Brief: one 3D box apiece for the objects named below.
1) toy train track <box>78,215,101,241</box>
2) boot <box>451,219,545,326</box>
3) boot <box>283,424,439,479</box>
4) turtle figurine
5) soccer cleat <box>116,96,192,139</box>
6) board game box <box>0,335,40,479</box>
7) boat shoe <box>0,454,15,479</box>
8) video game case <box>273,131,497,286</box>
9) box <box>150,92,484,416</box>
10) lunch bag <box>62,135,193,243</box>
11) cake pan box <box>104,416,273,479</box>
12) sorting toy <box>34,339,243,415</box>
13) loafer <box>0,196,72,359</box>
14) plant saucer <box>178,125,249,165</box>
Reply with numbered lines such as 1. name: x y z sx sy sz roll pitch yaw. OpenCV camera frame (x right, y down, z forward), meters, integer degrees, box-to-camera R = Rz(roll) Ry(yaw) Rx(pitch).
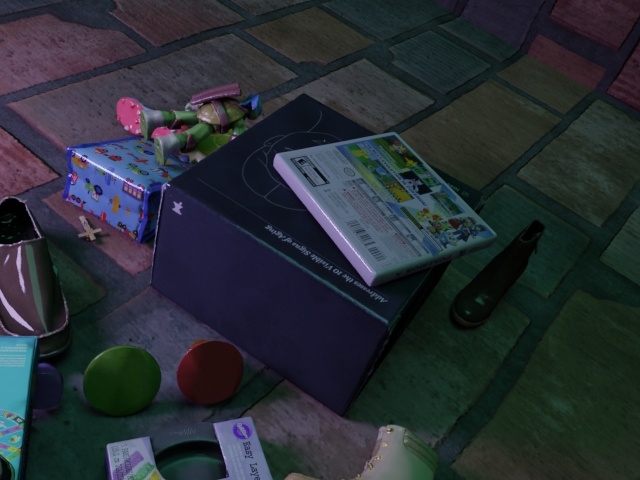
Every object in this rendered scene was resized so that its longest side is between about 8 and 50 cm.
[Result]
1. toy train track: -0.492 -0.023 1.428 0.048 0.014 0.083 -19 48 -26
2. boot: 0.399 0.068 1.518 0.090 0.207 0.248 38 45 20
3. boot: 0.073 0.396 1.131 0.262 0.095 0.203 21 42 -1
4. turtle figurine: -0.269 -0.236 1.562 0.266 0.275 0.197 -17 91 -28
5. soccer cleat: -0.411 -0.293 1.691 0.248 0.083 0.095 27 20 28
6. board game box: -0.548 0.301 0.945 0.254 0.079 0.336 4 61 -17
7. boat shoe: -0.465 0.376 0.839 0.084 0.079 0.233 23 59 -7
8. video game case: 0.119 -0.075 1.260 0.300 0.036 0.329 -16 52 -33
9. box: 0.000 0.000 1.375 0.480 0.297 0.472 32 42 13
10. lunch bag: -0.391 -0.149 1.530 0.221 0.138 0.293 28 33 14
11. cake pan box: -0.189 0.411 1.040 0.246 0.070 0.267 -2 45 -26
12. sorting toy: -0.327 0.220 1.190 0.366 0.127 0.126 -3 17 -19
13. loafer: -0.551 0.058 1.230 0.134 0.130 0.366 -14 51 -31
14. plant saucer: -0.243 -0.241 1.736 0.241 0.037 0.241 10 42 -9
